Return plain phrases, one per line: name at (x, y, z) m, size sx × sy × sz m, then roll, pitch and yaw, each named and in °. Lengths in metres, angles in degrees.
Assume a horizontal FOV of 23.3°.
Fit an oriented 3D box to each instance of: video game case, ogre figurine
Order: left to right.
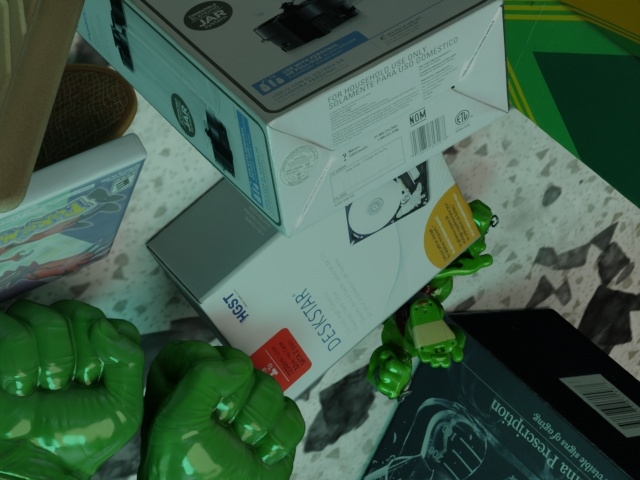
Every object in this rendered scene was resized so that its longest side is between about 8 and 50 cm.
video game case at (-0.224, 0.009, 1.069) m, size 0.201 × 0.023 × 0.183 m, roll -26°, pitch 167°, yaw -25°
ogre figurine at (0.092, 0.062, 1.393) m, size 0.097 × 0.197 × 0.118 m, roll 12°, pitch 159°, yaw -10°

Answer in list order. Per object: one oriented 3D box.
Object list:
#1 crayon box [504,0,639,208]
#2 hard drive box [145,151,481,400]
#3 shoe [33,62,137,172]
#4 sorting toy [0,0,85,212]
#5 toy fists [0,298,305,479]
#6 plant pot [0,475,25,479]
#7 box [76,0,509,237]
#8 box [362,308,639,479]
crayon box at (0.326, -0.131, 1.285) m, size 0.363 × 0.313 × 0.106 m, roll -5°, pitch 129°, yaw -41°
hard drive box at (0.000, 0.000, 1.282) m, size 0.232 × 0.089 × 0.181 m, roll -41°, pitch 141°, yaw -6°
shoe at (-0.225, -0.054, 1.056) m, size 0.219 × 0.076 × 0.058 m, roll -29°, pitch 174°, yaw -20°
sorting toy at (-0.176, -0.197, 0.835) m, size 0.041 × 0.307 × 0.229 m, roll -1°, pitch 137°, yaw 8°
toy fists at (-0.138, 0.128, 1.162) m, size 0.279 × 0.096 × 0.142 m, roll 19°, pitch 73°, yaw -24°
plant pot at (-0.255, 0.190, 1.207) m, size 0.134 × 0.095 × 0.134 m, roll -25°, pitch 137°, yaw -26°
box at (-0.038, -0.144, 0.961) m, size 0.169 × 0.290 × 0.087 m, roll -29°, pitch 137°, yaw -18°
box at (0.222, 0.290, 1.532) m, size 0.179 × 0.343 × 0.312 m, roll -1°, pitch 122°, yaw -44°
